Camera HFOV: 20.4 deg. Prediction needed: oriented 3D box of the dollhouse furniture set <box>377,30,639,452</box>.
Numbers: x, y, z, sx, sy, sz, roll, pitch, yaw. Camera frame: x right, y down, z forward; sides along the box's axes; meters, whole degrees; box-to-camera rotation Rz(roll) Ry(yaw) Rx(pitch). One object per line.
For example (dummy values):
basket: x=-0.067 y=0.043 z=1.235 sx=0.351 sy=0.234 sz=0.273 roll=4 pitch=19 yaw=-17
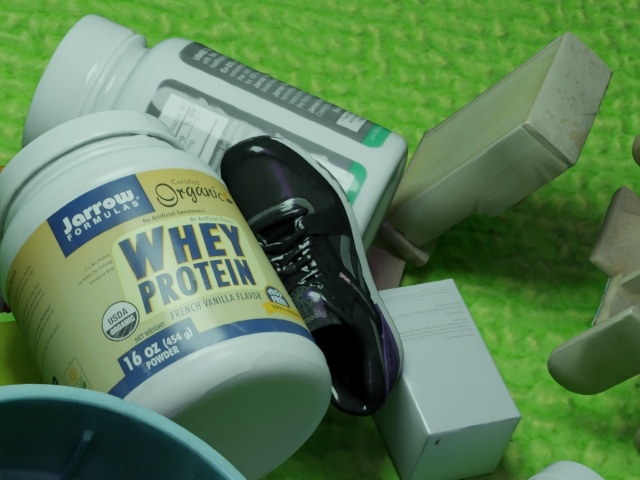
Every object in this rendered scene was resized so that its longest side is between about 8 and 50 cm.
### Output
dollhouse furniture set: x=0.302 y=0.008 z=1.924 sx=0.394 sy=0.256 sz=0.362 roll=40 pitch=48 yaw=-14

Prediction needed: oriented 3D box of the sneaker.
sneaker: x=-0.005 y=0.033 z=1.662 sx=0.283 sy=0.107 sz=0.124 roll=60 pitch=13 yaw=-9

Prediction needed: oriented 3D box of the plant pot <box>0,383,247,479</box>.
plant pot: x=-0.231 y=0.347 z=1.357 sx=0.341 sy=0.334 sz=0.341 roll=21 pitch=36 yaw=-16

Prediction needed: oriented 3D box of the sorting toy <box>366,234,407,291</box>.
sorting toy: x=0.000 y=0.000 z=1.944 sx=0.193 sy=0.038 sz=0.208 roll=18 pitch=53 yaw=1

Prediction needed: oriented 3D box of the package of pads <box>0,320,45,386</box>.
package of pads: x=-0.234 y=0.206 z=1.663 sx=0.229 sy=0.101 sz=0.297 roll=-6 pitch=52 yaw=-20

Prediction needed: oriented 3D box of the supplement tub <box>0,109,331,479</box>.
supplement tub: x=-0.153 y=0.060 z=1.592 sx=0.228 sy=0.228 sz=0.316 roll=-16 pitch=56 yaw=-25

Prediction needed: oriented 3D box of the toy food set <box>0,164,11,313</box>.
toy food set: x=-0.304 y=0.006 z=1.795 sx=0.104 sy=0.111 sz=0.232 roll=8 pitch=18 yaw=-8

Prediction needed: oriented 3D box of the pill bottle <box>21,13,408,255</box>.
pill bottle: x=-0.108 y=-0.085 z=1.828 sx=0.361 sy=0.204 sz=0.204 roll=25 pitch=49 yaw=5

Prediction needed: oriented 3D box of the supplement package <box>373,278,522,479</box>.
supplement package: x=0.111 y=0.145 z=1.801 sx=0.105 sy=0.105 sz=0.179 roll=-8 pitch=53 yaw=-22

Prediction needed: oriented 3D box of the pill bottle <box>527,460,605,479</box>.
pill bottle: x=0.163 y=0.320 z=1.637 sx=0.152 sy=0.152 sz=0.272 roll=42 pitch=53 yaw=20
